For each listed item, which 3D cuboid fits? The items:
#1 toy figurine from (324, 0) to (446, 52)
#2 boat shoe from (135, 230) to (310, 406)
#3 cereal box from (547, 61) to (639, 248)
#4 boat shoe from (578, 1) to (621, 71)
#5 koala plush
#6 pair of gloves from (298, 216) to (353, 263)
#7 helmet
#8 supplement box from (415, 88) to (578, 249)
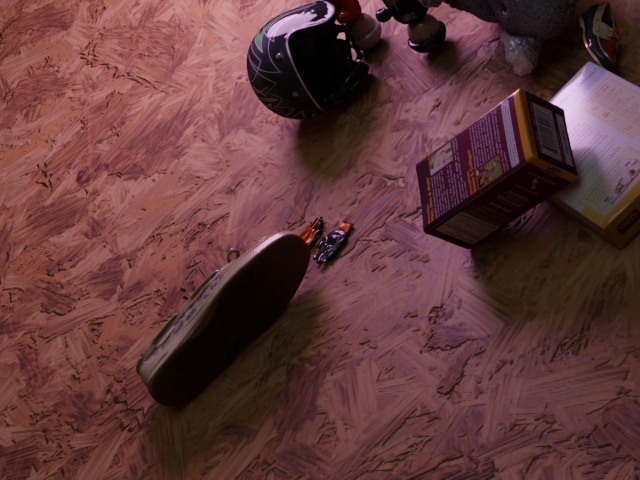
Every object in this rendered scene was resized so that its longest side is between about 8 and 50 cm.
[{"bbox_3d":[0.122,-0.382,2.226,0.213,0.148,0.209,6,51,48],"label":"toy figurine"},{"bbox_3d":[-0.135,0.088,1.995,0.285,0.104,0.089,-44,39,-3],"label":"boat shoe"},{"bbox_3d":[0.339,-0.107,1.813,0.173,0.047,0.240,-45,35,-1],"label":"cereal box"},{"bbox_3d":[0.365,-0.262,1.953,0.043,0.049,0.137,-30,31,21],"label":"boat shoe"},{"bbox_3d":[0.265,-0.342,2.033,0.196,0.203,0.221,-52,49,12],"label":"koala plush"},{"bbox_3d":[0.000,0.000,2.044,0.083,0.010,0.074,13,60,45],"label":"pair of gloves"},{"bbox_3d":[-0.029,-0.257,2.213,0.161,0.169,0.169,-39,35,-11],"label":"helmet"},{"bbox_3d":[0.208,-0.083,1.820,0.188,0.081,0.104,-36,46,39],"label":"supplement box"}]
